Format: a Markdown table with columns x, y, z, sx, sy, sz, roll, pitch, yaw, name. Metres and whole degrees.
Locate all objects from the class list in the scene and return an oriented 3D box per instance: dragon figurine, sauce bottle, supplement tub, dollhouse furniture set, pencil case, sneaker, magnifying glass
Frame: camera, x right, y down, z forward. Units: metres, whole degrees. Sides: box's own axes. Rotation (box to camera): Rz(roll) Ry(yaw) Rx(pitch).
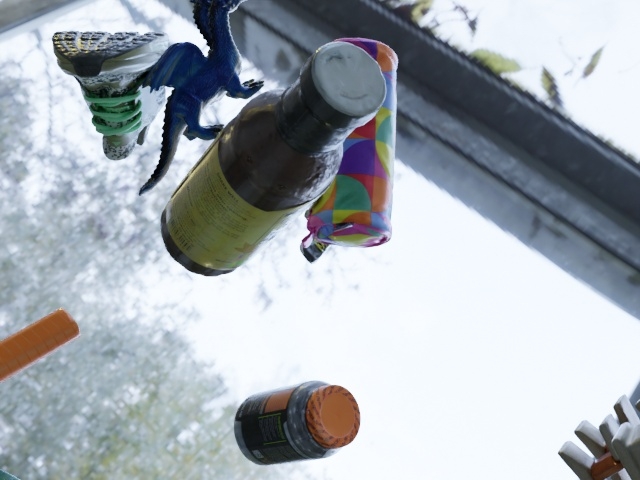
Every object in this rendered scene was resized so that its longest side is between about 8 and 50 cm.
| x | y | z | sx | sy | sz | roll | pitch | yaw | name |
| --- | --- | --- | --- | --- | --- | --- | --- | --- | --- |
| -0.172 | -0.201 | 1.370 | 0.144 | 0.289 | 0.085 | 44 | -3 | -20 | dragon figurine |
| -0.050 | -0.067 | 1.010 | 0.111 | 0.111 | 0.344 | 50 | -33 | -1 | sauce bottle |
| -0.034 | 0.274 | 1.627 | 0.190 | 0.117 | 0.117 | -20 | -75 | 48 | supplement tub |
| 0.378 | 0.199 | 1.070 | 0.262 | 0.259 | 0.135 | -40 | -100 | 25 | dollhouse furniture set |
| 0.035 | -0.106 | 1.217 | 0.104 | 0.104 | 0.236 | -9 | -110 | 39 | pencil case |
| -0.289 | -0.209 | 1.596 | 0.158 | 0.410 | 0.182 | -1 | -86 | 1 | sneaker |
| -0.280 | 0.116 | 0.794 | 0.092 | 0.231 | 0.026 | 44 | -33 | 22 | magnifying glass |
| 0.000 | 0.000 | 1.380 | 0.035 | 0.083 | 0.031 | -36 | -79 | 30 | sneaker |

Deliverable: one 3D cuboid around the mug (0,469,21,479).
| x | y | z | sx | sy | sz | roll | pitch | yaw | name |
| --- | --- | --- | --- | --- | --- | --- | --- | --- | --- |
| -0.444 | 0.335 | 1.383 | 0.157 | 0.097 | 0.129 | 32 | -23 | -19 | mug |
